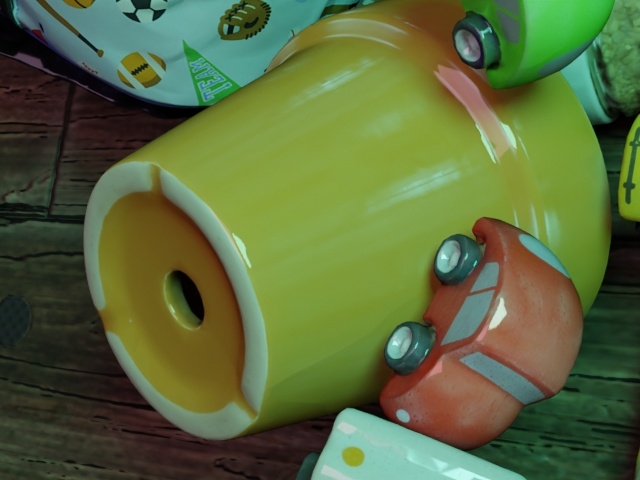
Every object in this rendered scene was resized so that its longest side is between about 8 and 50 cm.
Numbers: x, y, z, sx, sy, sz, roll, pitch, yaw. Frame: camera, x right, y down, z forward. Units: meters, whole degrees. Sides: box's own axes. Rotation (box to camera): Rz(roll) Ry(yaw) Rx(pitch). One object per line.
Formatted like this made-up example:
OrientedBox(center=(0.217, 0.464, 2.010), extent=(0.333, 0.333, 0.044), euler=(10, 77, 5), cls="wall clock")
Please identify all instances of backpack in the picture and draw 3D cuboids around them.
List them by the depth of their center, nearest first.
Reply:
OrientedBox(center=(-0.086, -0.210, 0.647), extent=(0.263, 0.213, 0.276), euler=(40, 58, 12), cls="backpack")

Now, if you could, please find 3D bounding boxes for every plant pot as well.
OrientedBox(center=(0.000, 0.000, 0.531), extent=(0.205, 0.188, 0.205), euler=(24, 125, 39), cls="plant pot")

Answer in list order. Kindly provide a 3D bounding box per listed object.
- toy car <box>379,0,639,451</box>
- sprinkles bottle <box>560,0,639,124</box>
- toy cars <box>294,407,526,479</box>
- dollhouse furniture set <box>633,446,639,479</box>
OrientedBox(center=(0.103, -0.052, 0.448), extent=(0.239, 0.225, 0.053), euler=(-30, 20, -21), cls="toy car")
OrientedBox(center=(0.260, -0.127, 0.512), extent=(0.355, 0.121, 0.121), euler=(-3, 76, 27), cls="sprinkles bottle")
OrientedBox(center=(-0.059, 0.210, 0.515), extent=(0.394, 0.087, 0.176), euler=(-29, 105, 33), cls="toy cars")
OrientedBox(center=(0.293, 0.114, 0.466), extent=(0.301, 0.151, 0.197), euler=(-4, 61, 53), cls="dollhouse furniture set")
